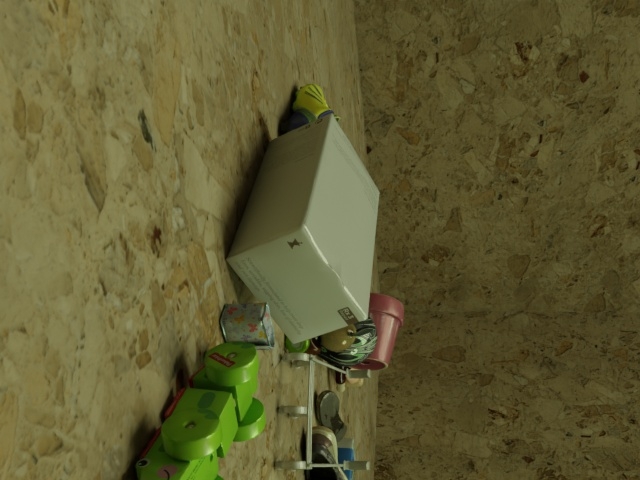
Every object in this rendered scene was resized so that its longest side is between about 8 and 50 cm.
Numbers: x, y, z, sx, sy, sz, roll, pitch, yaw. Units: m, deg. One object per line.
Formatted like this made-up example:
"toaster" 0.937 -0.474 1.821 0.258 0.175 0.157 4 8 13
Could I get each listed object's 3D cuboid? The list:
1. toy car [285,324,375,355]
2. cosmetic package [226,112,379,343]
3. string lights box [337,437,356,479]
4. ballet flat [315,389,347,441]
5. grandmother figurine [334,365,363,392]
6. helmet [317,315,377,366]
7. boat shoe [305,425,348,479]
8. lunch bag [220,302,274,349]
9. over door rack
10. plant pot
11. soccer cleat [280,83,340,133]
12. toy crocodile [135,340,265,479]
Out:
"toy car" 0.029 0.189 1.490 0.155 0.188 0.149 19 72 -80
"cosmetic package" -0.013 -0.034 1.188 0.217 0.156 0.385 56 27 -27
"string lights box" 0.055 0.732 1.955 0.260 0.076 0.133 -81 168 -45
"ballet flat" 0.022 0.492 1.871 0.084 0.058 0.250 -47 144 -22
"grandmother figurine" 0.078 0.372 2.088 0.342 0.104 0.208 67 25 -59
"helmet" 0.064 0.248 1.719 0.169 0.161 0.169 14 90 -75
"boat shoe" 0.010 0.595 1.649 0.092 0.102 0.285 -63 148 -60
"lunch bag" -0.109 0.140 1.018 0.053 0.071 0.083 -82 168 -51
"over door rack" 0.001 0.390 1.476 0.324 0.108 0.240 30 58 -55
"plant pot" 0.133 0.265 1.878 0.201 0.201 0.180 72 22 -61
"soccer cleat" -0.011 -0.279 1.507 0.289 0.121 0.093 -77 163 -57
"toy crocodile" -0.141 0.220 0.780 0.340 0.105 0.115 -62 151 -62
